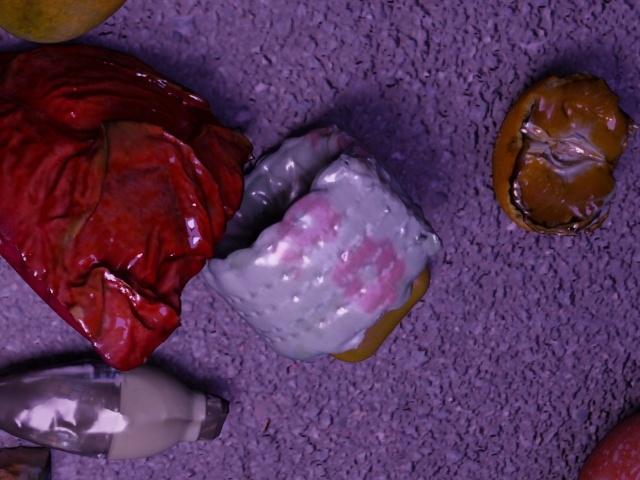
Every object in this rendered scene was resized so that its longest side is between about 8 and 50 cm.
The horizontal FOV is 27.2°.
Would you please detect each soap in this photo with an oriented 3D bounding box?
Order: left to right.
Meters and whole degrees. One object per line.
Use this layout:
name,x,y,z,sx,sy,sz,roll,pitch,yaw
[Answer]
soap,0.050,0.062,1.366,0.089,0.045,0.140,38,95,-27

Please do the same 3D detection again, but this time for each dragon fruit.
dragon fruit,-0.184,-0.008,1.162,0.302,0.330,0.240,-12,135,-13

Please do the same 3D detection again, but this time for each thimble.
thimble,0.000,0.000,1.245,0.211,0.185,0.149,-27,118,32

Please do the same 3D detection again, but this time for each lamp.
lamp,-0.214,0.165,1.303,0.250,0.101,0.101,9,107,-16

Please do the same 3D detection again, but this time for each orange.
orange,0.235,-0.086,1.327,0.170,0.112,0.160,-28,105,-30

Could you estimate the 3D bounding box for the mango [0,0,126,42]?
mango,-0.192,-0.298,1.125,0.146,0.129,0.289,4,118,-21

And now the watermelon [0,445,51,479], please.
watermelon,-0.406,0.329,1.269,0.321,0.175,0.188,-10,111,-11

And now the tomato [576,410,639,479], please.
tomato,0.400,0.298,1.452,0.270,0.227,0.270,-15,132,-17
